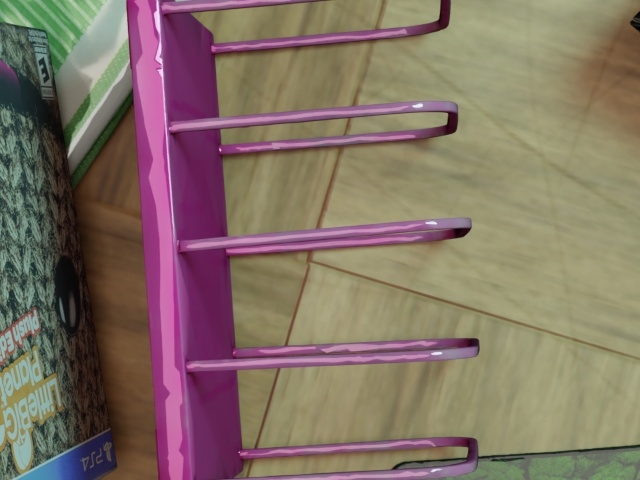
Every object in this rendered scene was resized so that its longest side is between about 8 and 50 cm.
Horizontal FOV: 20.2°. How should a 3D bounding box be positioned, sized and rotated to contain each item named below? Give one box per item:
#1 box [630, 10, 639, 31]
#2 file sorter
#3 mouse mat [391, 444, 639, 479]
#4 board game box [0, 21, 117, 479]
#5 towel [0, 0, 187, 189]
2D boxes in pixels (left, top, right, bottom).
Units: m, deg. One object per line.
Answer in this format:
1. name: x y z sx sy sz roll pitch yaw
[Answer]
1. box: 0.390 -0.159 1.076 0.257 0.079 0.322 43 93 -11
2. file sorter: 0.000 0.000 1.082 0.182 0.202 0.290 -4 89 5
3. mouse mat: 0.141 0.212 1.160 0.190 0.007 0.152 -5 89 7
4. board game box: -0.241 0.023 1.056 0.141 0.232 0.291 -9 92 11
5. towel: -0.255 -0.184 1.197 0.325 0.038 0.248 35 93 7
